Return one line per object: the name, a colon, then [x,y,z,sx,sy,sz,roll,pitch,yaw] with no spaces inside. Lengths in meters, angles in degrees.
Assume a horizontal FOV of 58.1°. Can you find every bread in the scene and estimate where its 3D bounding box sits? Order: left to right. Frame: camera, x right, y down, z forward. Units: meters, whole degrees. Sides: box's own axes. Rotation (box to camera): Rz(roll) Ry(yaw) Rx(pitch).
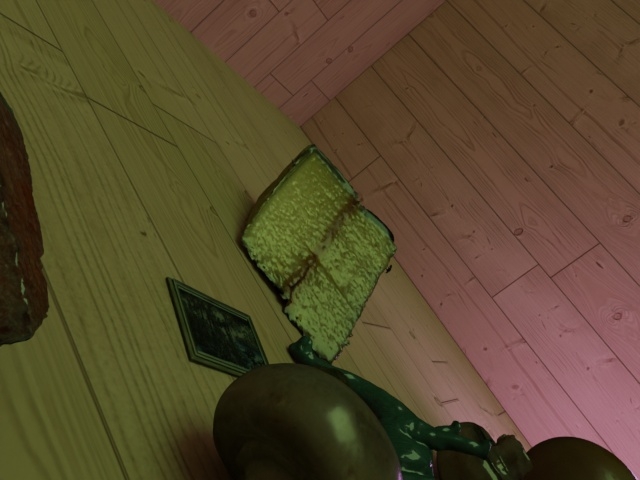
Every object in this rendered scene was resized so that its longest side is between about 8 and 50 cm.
bread: [0.000,0.000,1.223,0.345,0.242,0.405,47,9,-5]

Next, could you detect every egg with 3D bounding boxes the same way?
egg: [0.588,0.627,1.295,0.301,0.301,0.373,46,18,-25]

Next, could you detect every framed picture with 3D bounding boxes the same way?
framed picture: [-0.134,0.132,0.809,0.183,0.011,0.142,37,18,-48]

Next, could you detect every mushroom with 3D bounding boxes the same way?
mushroom: [-0.025,0.236,0.565,0.207,0.209,0.206,21,-19,8]
mushroom: [0.335,0.467,1.145,0.226,0.178,0.226,52,18,-25]

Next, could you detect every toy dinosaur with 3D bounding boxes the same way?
toy dinosaur: [0.082,0.342,0.873,0.331,0.129,0.383,18,43,-8]

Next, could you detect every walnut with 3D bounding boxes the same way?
walnut: [0.006,0.230,0.864,0.092,0.092,0.092,48,12,-14]

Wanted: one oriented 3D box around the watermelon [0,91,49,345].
watermelon: [-0.278,-0.008,0.391,0.256,0.193,0.139,51,-20,20]
